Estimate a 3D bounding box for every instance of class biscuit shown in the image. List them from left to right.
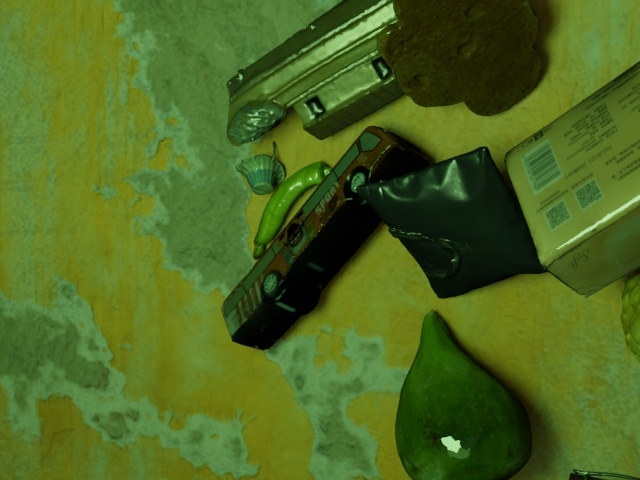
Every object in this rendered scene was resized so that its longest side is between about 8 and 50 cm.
[{"bbox_3d":[0.187,-0.273,1.591,0.208,0.041,0.290,-37,131,18],"label":"biscuit"}]

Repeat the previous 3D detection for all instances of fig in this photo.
[{"bbox_3d":[0.190,0.231,1.717,0.206,0.206,0.275,-25,71,22],"label":"fig"}]

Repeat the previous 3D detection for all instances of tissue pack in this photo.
[{"bbox_3d":[0.438,-0.080,1.551,0.305,0.238,0.239,-35,88,25],"label":"tissue pack"}]

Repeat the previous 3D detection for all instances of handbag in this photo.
[{"bbox_3d":[0.196,-0.016,1.660,0.211,0.089,0.254,-14,130,32],"label":"handbag"}]

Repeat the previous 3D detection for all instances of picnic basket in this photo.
[{"bbox_3d":[-0.095,-0.109,1.806,0.065,0.083,0.083,-29,53,29],"label":"picnic basket"}]

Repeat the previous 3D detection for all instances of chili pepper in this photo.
[{"bbox_3d":[-0.055,-0.057,1.814,0.049,0.043,0.208,30,119,-28],"label":"chili pepper"}]

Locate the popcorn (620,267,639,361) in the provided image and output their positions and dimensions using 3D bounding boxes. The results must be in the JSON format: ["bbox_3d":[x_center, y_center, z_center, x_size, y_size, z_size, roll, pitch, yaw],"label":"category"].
[{"bbox_3d":[0.499,0.091,1.591,0.197,0.155,0.198,0,105,-1],"label":"popcorn"}]

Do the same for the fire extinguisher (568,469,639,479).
[{"bbox_3d":[0.443,0.376,1.722,0.158,0.043,0.064,9,61,17],"label":"fire extinguisher"}]

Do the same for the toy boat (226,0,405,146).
[{"bbox_3d":[0.052,-0.260,1.686,0.445,0.136,0.162,-30,101,21],"label":"toy boat"}]

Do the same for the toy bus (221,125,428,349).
[{"bbox_3d":[0.000,0.000,1.764,0.409,0.093,0.092,-50,42,21],"label":"toy bus"}]
